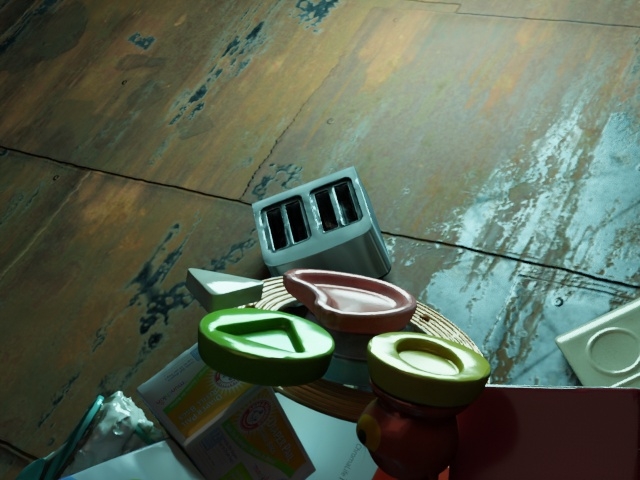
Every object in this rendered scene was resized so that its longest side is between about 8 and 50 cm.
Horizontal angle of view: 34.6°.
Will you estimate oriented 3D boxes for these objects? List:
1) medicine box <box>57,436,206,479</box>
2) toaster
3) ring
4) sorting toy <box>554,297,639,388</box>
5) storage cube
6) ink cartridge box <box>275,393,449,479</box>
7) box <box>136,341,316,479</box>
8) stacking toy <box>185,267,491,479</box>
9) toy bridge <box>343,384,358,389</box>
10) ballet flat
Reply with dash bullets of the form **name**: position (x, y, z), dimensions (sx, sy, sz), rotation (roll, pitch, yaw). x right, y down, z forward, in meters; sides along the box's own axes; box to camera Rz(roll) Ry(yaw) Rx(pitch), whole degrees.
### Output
- **medicine box**: position (-0.172, 0.395, 1.012), dimensions (0.263, 0.289, 0.149), rotation (45, 34, 24)
- **toaster**: position (0.000, 0.000, 1.470), dimensions (0.168, 0.110, 0.185), rotation (-20, 46, 6)
- **ring**: position (0.043, 0.135, 1.263), dimensions (0.337, 0.032, 0.336), rotation (11, 24, -5)
- **sorting toy**: position (0.408, 0.148, 1.222), dimensions (0.193, 0.038, 0.208), rotation (-25, 41, 0)
- **storage cube**: position (0.240, 0.268, 1.052), dimensions (0.215, 0.183, 0.193), rotation (-2, 62, 23)
- **ink cartridge box**: position (-0.017, 0.338, 1.191), dimensions (0.385, 0.091, 0.308), rotation (11, 56, 32)
- **box**: position (-0.100, 0.212, 1.140), dimensions (0.114, 0.203, 0.103), rotation (-39, 50, -14)
- **stacking toy**: position (-0.004, 0.136, 1.070), dimensions (0.280, 0.130, 0.309), rotation (5, 15, -16)
- **toy bridge**: position (0.110, 0.211, 1.294), dimensions (0.188, 0.026, 0.063), rotation (-2, 51, 20)
- **ballet flat**: position (-0.291, 0.316, 1.229), dimensions (0.409, 0.147, 0.147), rotation (-43, 28, 46)
